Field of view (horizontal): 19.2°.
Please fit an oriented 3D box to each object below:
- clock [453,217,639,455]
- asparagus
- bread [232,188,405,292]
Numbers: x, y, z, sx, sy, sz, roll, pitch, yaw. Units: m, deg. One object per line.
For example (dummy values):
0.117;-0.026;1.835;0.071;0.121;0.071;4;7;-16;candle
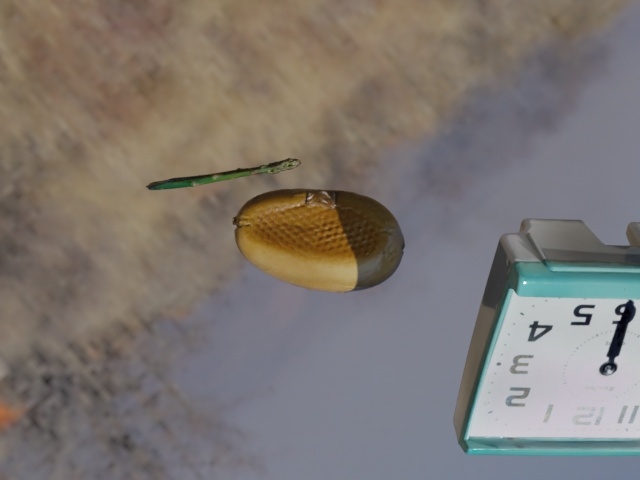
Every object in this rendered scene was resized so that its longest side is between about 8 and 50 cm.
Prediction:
0.273;0.096;1.864;0.116;0.262;0.231;-110;-153;-53;clock
-0.099;-0.066;1.906;0.166;0.016;0.013;-8;160;15;asparagus
0.000;0.000;2.036;0.077;0.189;0.114;54;46;-70;bread
